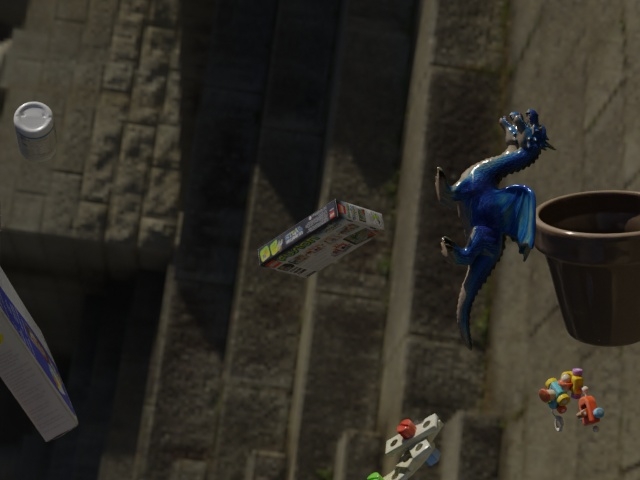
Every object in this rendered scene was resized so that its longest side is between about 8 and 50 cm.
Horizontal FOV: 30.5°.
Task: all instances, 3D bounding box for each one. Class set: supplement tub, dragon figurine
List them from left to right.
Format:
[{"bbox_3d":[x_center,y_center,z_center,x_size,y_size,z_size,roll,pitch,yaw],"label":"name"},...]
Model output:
[{"bbox_3d":[-0.508,-0.193,2.091,0.107,0.071,0.071,109,169,-66],"label":"supplement tub"},{"bbox_3d":[0.216,-0.020,1.398,0.085,0.144,0.289,72,-166,-78],"label":"dragon figurine"}]

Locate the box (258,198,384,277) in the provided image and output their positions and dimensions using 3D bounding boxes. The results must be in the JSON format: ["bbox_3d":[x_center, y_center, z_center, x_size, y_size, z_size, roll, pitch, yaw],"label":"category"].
[{"bbox_3d":[0.000,0.000,2.045,0.207,0.114,0.036,-32,55,38],"label":"box"}]

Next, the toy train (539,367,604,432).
[{"bbox_3d":[0.469,0.312,2.231,0.166,0.046,0.125,143,121,-64],"label":"toy train"}]

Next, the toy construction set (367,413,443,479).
[{"bbox_3d":[0.191,0.453,1.938,0.215,0.327,0.151,-28,8,39],"label":"toy construction set"}]

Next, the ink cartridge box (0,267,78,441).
[{"bbox_3d":[-0.480,0.103,1.730,0.303,0.072,0.307,48,167,56],"label":"ink cartridge box"}]

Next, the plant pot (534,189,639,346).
[{"bbox_3d":[0.507,0.054,2.058,0.263,0.263,0.229,-91,-5,-70],"label":"plant pot"}]
